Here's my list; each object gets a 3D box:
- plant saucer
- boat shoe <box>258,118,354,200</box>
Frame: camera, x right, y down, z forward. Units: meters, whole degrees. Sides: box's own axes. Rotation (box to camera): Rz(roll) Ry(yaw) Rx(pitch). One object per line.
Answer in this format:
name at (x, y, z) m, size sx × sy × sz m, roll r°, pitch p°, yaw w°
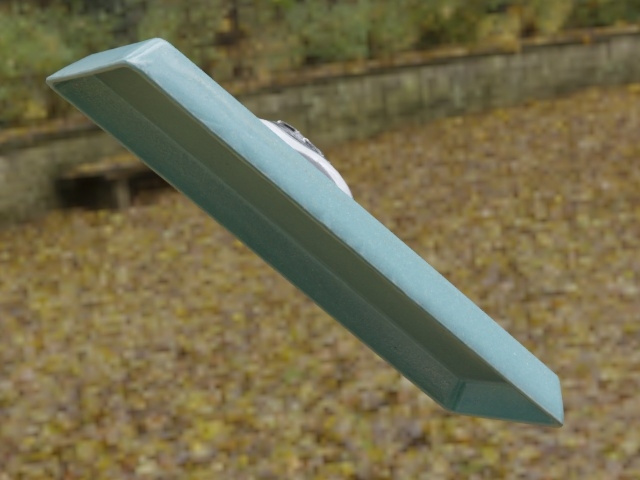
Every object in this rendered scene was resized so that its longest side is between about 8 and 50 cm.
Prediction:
plant saucer at (0.000, 0.000, 0.545) m, size 0.018 × 0.192 × 0.067 m, roll -57°, pitch 25°, yaw -18°
boat shoe at (-0.013, -0.066, 1.490) m, size 0.040 × 0.049 × 0.142 m, roll -13°, pitch 43°, yaw -42°
